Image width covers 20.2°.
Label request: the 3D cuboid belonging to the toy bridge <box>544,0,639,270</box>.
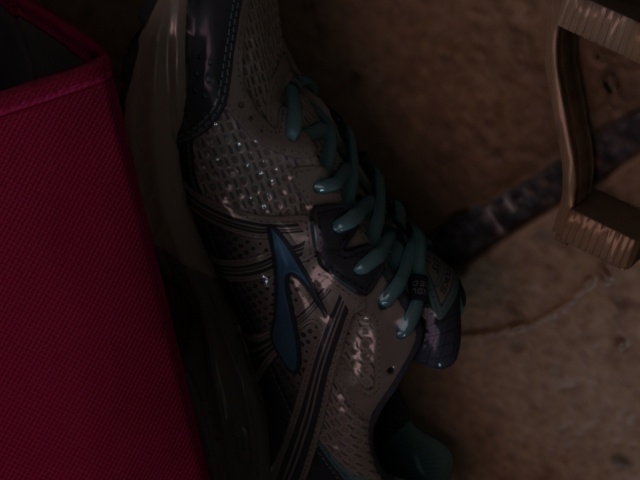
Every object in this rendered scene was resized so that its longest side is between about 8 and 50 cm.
[{"bbox_3d":[0.115,-0.077,0.655,0.063,0.026,0.188,28,123,20],"label":"toy bridge"}]

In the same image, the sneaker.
[{"bbox_3d":[0.000,0.000,0.726,0.122,0.110,0.283,2,120,17],"label":"sneaker"}]

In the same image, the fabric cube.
[{"bbox_3d":[-0.202,0.059,0.695,0.259,0.254,0.258,-144,39,-61],"label":"fabric cube"}]
